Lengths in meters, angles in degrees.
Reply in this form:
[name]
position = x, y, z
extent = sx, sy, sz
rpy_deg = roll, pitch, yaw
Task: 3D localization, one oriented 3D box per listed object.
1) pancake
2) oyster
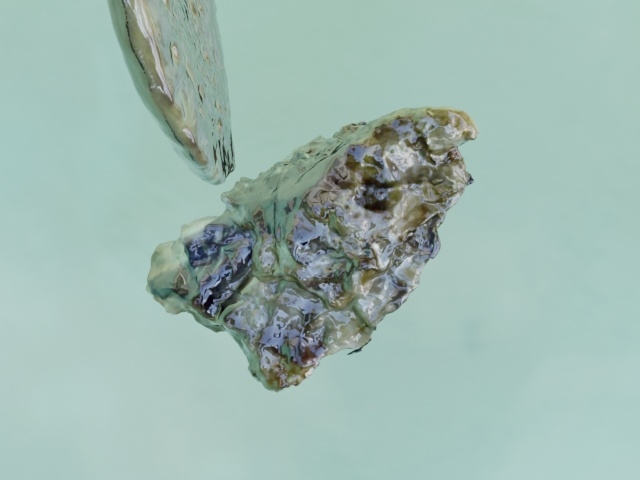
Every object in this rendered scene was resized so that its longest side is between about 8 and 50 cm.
[pancake]
position = -0.037, -0.066, 0.452
extent = 0.011, 0.115, 0.115
rpy_deg = -11, 103, 6
[oyster]
position = 0.002, -0.009, 0.836
extent = 0.148, 0.103, 0.051
rpy_deg = -44, 150, -11
